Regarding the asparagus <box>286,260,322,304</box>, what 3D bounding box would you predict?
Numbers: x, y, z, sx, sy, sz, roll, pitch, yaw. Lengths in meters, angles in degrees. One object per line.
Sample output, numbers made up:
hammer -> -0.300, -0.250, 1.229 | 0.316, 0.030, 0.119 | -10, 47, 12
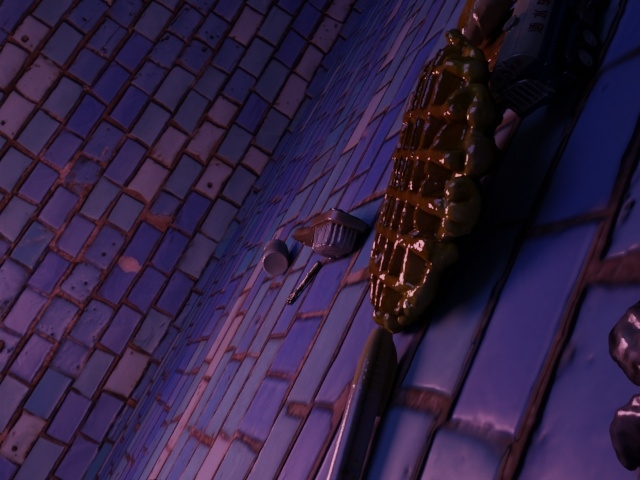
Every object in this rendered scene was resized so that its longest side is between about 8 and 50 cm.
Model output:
asparagus -> -0.032, 0.079, 1.185 | 0.114, 0.014, 0.015 | -52, -20, 25

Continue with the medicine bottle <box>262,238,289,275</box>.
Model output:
medicine bottle -> -0.098, 0.036, 1.445 | 0.058, 0.058, 0.091 | -55, 12, 13

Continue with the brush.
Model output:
brush -> 0.000, 0.000, 1.152 | 0.327, 0.070, 0.065 | 166, 124, -75

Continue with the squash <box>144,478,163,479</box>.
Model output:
squash -> -0.216, 0.427, 0.778 | 0.132, 0.132, 0.247 | -46, 16, 44

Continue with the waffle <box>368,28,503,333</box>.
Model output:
waffle -> 0.108, -0.056, 0.691 | 0.282, 0.058, 0.301 | -86, 11, -59

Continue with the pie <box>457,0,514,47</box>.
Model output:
pie -> 0.245, -0.353, 0.809 | 0.282, 0.068, 0.129 | -58, 2, 38

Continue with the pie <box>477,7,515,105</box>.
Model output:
pie -> 0.215, -0.219, 0.858 | 0.195, 0.046, 0.195 | -56, 11, 17

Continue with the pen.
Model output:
pen -> 0.034, 0.187, 0.616 | 0.032, 0.040, 0.233 | -42, 24, 56

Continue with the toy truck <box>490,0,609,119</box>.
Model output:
toy truck -> 0.230, -0.210, 0.676 | 0.074, 0.088, 0.202 | -41, 21, 58

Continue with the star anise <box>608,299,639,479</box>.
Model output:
star anise -> 0.182, 0.061, 0.266 | 0.181, 0.061, 0.205 | -50, 14, 33
